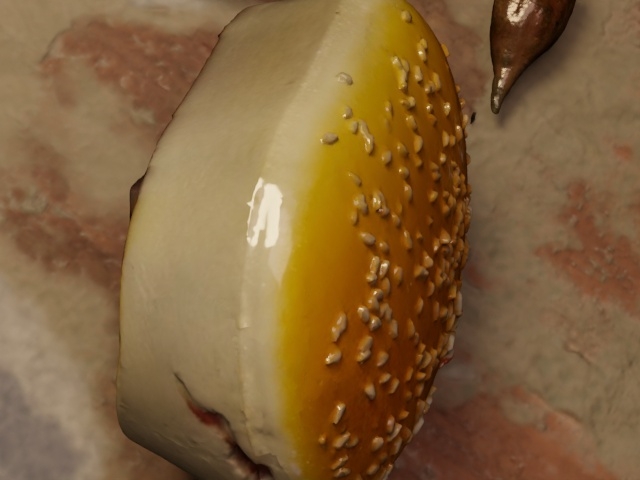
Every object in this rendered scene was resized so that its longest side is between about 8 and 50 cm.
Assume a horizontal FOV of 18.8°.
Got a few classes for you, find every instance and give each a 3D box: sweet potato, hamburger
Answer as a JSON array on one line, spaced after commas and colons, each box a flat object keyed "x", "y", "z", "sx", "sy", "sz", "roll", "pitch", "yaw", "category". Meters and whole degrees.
[{"x": 0.124, "y": -0.128, "z": 1.170, "sx": 0.049, "sy": 0.049, "sz": 0.117, "roll": 22, "pitch": 73, "yaw": -2, "category": "sweet potato"}, {"x": 0.000, "y": 0.000, "z": 0.987, "sx": 0.151, "sy": 0.227, "sz": 0.295, "roll": 12, "pitch": 43, "yaw": 15, "category": "hamburger"}]
